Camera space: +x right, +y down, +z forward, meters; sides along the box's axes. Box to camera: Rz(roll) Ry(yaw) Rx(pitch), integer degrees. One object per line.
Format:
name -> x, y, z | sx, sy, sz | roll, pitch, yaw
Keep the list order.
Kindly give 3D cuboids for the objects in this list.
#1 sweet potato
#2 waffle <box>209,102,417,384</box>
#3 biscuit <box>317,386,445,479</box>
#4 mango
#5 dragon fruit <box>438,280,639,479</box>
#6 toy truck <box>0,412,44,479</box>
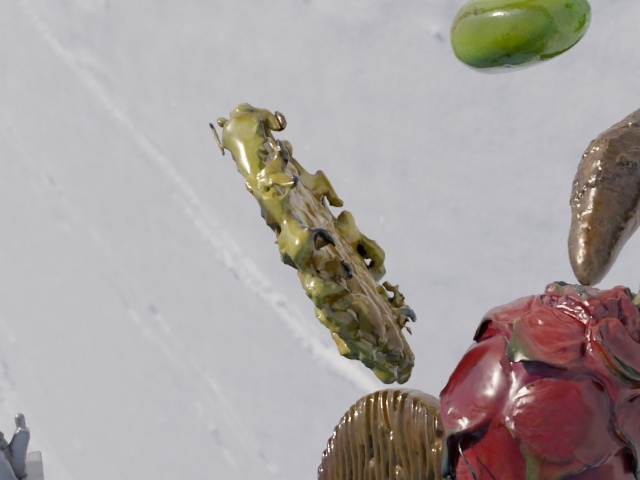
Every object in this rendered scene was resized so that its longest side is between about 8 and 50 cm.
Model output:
sweet potato -> 0.353, -0.080, 1.454 | 0.114, 0.341, 0.092 | 52, 142, -7
waffle -> 0.003, -0.002, 1.131 | 0.280, 0.060, 0.262 | 56, -172, -11
biscuit -> 0.075, 0.296, 1.197 | 0.318, 0.040, 0.318 | 0, 90, 60
mango -> 0.194, -0.215, 1.277 | 0.163, 0.117, 0.089 | -176, 73, -74
dragon fruit -> 0.180, 0.148, 0.957 | 0.193, 0.274, 0.192 | 22, -165, 5
toy truck -> -0.325, 0.158, 1.029 | 0.286, 0.111, 0.136 | 29, -179, -17
